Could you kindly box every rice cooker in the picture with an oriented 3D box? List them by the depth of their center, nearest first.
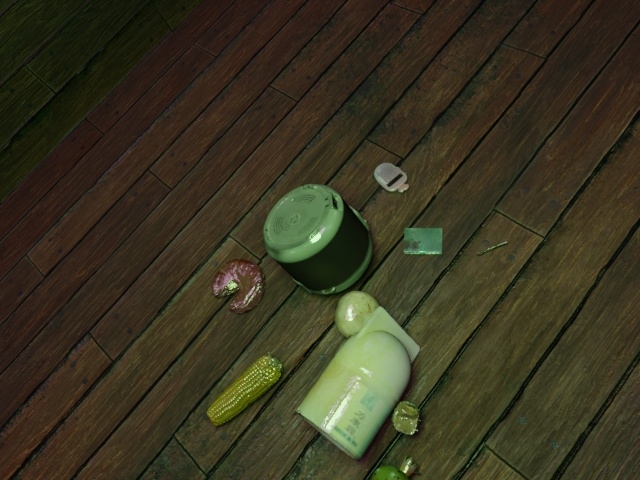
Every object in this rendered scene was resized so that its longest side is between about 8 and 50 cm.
[{"bbox_3d":[0.000,0.000,1.657,0.335,0.325,0.335,-21,47,24],"label":"rice cooker"}]

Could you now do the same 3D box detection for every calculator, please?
[{"bbox_3d":[0.277,-0.241,1.851,0.103,0.024,0.166,-39,59,-4],"label":"calculator"}]

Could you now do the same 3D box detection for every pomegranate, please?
[{"bbox_3d":[0.213,0.705,1.385,0.129,0.159,0.130,12,113,31],"label":"pomegranate"}]

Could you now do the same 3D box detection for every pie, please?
[{"bbox_3d":[-0.314,0.168,1.826,0.218,0.054,0.205,20,73,24],"label":"pie"}]

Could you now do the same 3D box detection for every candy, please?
[{"bbox_3d":[0.256,0.535,1.446,0.085,0.110,0.095,22,84,6],"label":"candy"}]

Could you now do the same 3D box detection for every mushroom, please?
[{"bbox_3d":[0.127,0.254,1.613,0.166,0.127,0.167,1,78,-4],"label":"mushroom"}]

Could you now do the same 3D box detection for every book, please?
[{"bbox_3d":[0.367,0.003,1.712,0.134,0.017,0.103,1,66,18],"label":"book"}]

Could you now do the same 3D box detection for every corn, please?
[{"bbox_3d":[-0.255,0.512,1.621,0.305,0.106,0.106,-43,61,0],"label":"corn"}]

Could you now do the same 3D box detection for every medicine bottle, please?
[{"bbox_3d":[0.136,0.424,1.456,0.235,0.236,0.406,29,68,27],"label":"medicine bottle"}]

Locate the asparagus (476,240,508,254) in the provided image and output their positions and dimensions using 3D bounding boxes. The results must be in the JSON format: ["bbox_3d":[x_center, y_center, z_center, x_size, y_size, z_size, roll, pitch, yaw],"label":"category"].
[{"bbox_3d":[0.586,0.027,1.633,0.114,0.015,0.014,-24,63,5],"label":"asparagus"}]
